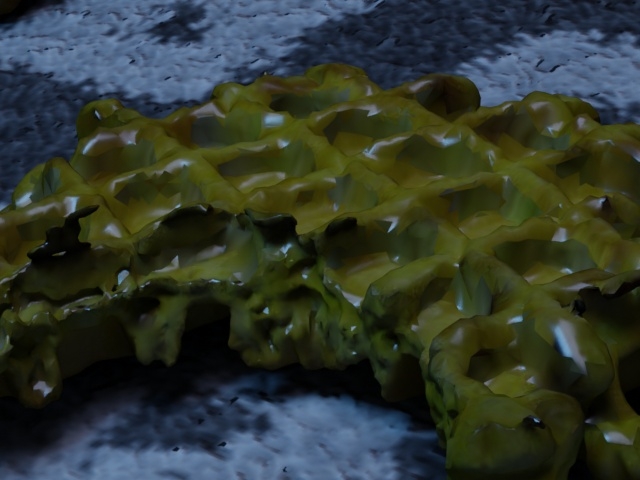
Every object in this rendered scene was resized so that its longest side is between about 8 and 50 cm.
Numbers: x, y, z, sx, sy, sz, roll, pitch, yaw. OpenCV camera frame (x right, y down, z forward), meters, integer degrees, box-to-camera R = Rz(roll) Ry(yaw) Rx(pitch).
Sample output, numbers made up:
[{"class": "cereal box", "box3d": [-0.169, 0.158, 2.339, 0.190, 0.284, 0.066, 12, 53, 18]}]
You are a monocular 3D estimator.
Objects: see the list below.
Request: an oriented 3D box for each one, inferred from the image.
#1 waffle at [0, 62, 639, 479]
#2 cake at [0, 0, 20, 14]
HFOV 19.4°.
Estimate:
[{"class": "waffle", "box3d": [0.000, 0.000, 0.646, 0.293, 0.069, 0.260, 7, 29, 21]}, {"class": "cake", "box3d": [-0.278, -0.233, 1.005, 0.293, 0.198, 0.196, -1, 32, 12]}]
